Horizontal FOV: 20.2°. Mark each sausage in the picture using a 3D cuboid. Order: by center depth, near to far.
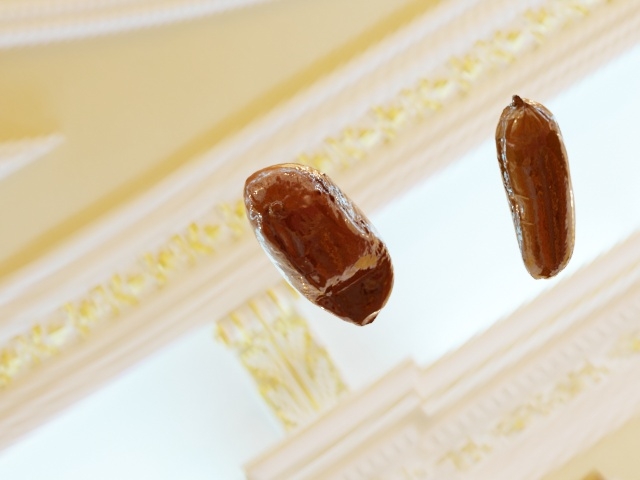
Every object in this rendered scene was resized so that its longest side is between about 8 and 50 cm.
[{"bbox_3d":[0.166,-0.035,1.363,0.062,0.054,0.183,-43,-45,-33],"label":"sausage"},{"bbox_3d":[0.000,0.000,1.473,0.089,0.089,0.179,-39,-48,-1],"label":"sausage"}]
